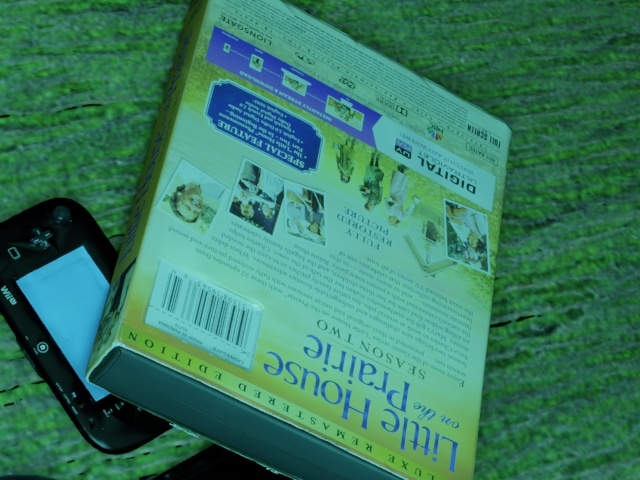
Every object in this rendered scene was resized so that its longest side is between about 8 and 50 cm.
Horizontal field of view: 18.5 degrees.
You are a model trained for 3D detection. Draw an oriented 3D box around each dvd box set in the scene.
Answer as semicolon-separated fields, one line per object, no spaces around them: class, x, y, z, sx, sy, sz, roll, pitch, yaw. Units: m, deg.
dvd box set;0.000;0.000;1.570;0.308;0.062;0.420;26;46;-17

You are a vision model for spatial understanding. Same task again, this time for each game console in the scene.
game console;-0.140;0.134;1.451;0.213;0.044;0.361;-27;78;-39

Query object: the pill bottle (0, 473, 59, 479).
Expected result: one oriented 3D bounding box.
pill bottle;-0.196;0.271;1.282;0.123;0.123;0.219;5;58;-28
